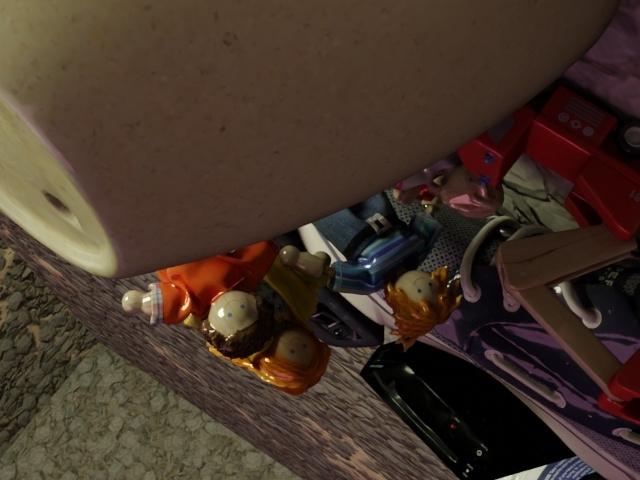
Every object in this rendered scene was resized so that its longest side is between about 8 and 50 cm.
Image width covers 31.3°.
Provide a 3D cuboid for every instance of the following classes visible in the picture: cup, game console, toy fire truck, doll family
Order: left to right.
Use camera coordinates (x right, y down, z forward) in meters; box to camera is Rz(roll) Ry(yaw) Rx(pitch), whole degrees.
[{"bbox_3d":[-0.066,-0.122,0.506,0.331,0.237,0.331,36,159,16],"label":"cup"},{"bbox_3d":[0.000,0.000,0.694,0.163,0.263,0.118,53,158,20],"label":"doll family"},{"bbox_3d":[0.141,-0.001,0.616,0.192,0.135,0.047,34,162,14],"label":"toy fire truck"},{"bbox_3d":[0.204,0.184,0.819,0.213,0.044,0.361,0,-144,-49],"label":"game console"}]

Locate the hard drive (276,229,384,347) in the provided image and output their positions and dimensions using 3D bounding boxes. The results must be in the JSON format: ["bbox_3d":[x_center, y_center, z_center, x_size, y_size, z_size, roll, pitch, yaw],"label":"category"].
[{"bbox_3d":[-0.041,-0.042,0.854,0.054,0.172,0.255,-29,121,24],"label":"hard drive"}]

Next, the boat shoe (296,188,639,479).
[{"bbox_3d":[0.143,0.025,0.752,0.340,0.127,0.158,35,151,1],"label":"boat shoe"}]

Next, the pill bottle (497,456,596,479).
[{"bbox_3d":[0.258,0.267,1.119,0.186,0.112,0.112,19,155,48],"label":"pill bottle"}]
